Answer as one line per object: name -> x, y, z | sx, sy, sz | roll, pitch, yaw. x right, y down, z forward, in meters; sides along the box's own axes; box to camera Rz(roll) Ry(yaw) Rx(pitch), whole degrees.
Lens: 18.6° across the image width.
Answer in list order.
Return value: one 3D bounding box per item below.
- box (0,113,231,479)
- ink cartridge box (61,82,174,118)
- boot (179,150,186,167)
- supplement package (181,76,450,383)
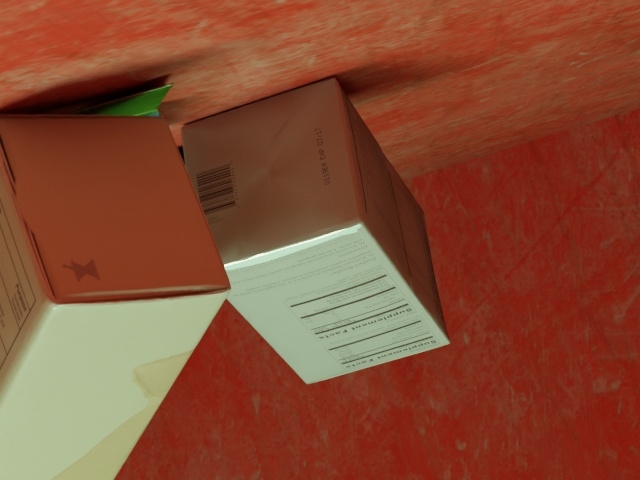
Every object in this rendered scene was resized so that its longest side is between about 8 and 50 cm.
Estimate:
box -> -0.184, 0.070, 1.256 | 0.121, 0.148, 0.311 | -2, 145, -31
ink cartridge box -> -0.185, -0.023, 1.329 | 0.189, 0.097, 0.255 | -16, 179, -9
boot -> -0.078, -0.052, 1.694 | 0.179, 0.085, 0.236 | -13, 175, -27
supplement package -> 0.000, 0.000, 1.586 | 0.134, 0.139, 0.244 | -17, 150, 13
